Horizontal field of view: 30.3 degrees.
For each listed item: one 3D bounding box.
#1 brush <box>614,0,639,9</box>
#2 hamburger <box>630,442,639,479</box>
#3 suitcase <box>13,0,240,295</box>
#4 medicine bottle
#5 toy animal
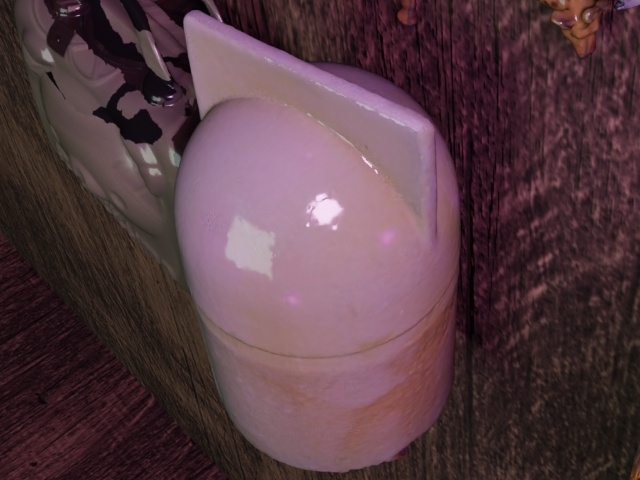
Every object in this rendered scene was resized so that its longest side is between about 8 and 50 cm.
[{"bbox_3d":[0.199,-0.184,0.527,0.297,0.068,0.060,138,109,-75],"label":"brush"},{"bbox_3d":[0.266,0.175,0.598,0.276,0.236,0.276,33,174,4],"label":"hamburger"},{"bbox_3d":[-0.174,-0.143,1.209,0.351,0.194,0.339,43,153,28],"label":"suitcase"},{"bbox_3d":[0.000,0.000,0.993,0.236,0.236,0.406,42,155,31],"label":"medicine bottle"},{"bbox_3d":[0.080,-0.197,0.796,0.275,0.054,0.149,21,143,54],"label":"toy animal"}]
